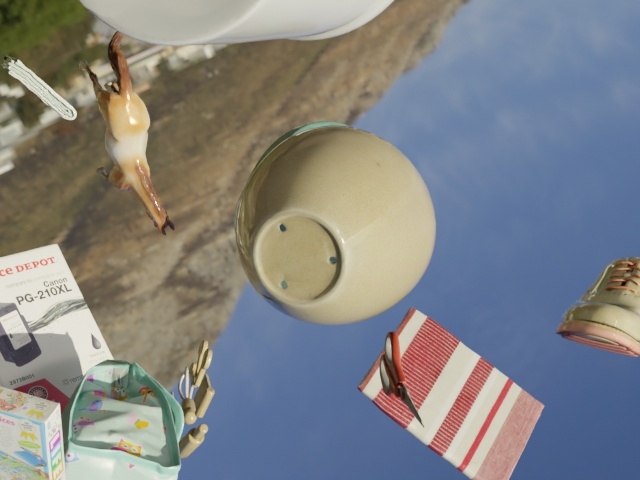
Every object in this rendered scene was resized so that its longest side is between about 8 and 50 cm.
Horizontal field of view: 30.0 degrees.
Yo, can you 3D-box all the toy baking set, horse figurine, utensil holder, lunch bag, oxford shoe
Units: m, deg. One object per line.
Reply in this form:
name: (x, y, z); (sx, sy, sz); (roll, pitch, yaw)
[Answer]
toy baking set: (-0.228, 0.291, 2.115); (0.256, 0.030, 0.197); (128, -27, -49)
horse figurine: (-0.276, -0.152, 1.664); (0.066, 0.263, 0.174); (-17, -146, -25)
utensil holder: (-0.087, -0.382, 1.345); (0.327, 0.328, 0.385); (-14, -174, 25)
lunch bag: (-0.263, 0.285, 1.427); (0.160, 0.223, 0.262); (16, -166, -15)
oxford shoe: (0.456, 0.093, 1.858); (0.140, 0.147, 0.397); (15, -175, 17)

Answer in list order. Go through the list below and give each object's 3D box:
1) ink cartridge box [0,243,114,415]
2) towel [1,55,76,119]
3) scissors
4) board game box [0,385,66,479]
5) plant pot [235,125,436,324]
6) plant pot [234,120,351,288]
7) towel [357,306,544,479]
ink cartridge box: (-0.396, 0.140, 1.607); (0.172, 0.237, 0.100); (-17, 163, -44)
towel: (-0.390, -0.208, 1.639); (0.023, 0.113, 0.152); (-49, -159, -5)
scissors: (0.140, 0.264, 2.030); (0.021, 0.109, 0.297); (4, -152, -12)
board game box: (-0.297, 0.167, 1.036); (0.154, 0.103, 0.026); (14, -144, 13)
plant pot: (0.000, 0.000, 1.629); (0.284, 0.284, 0.191); (-16, -169, 21)
plant pot: (0.000, -0.081, 2.206); (0.293, 0.293, 0.235); (-33, 163, -26)
towel: (0.248, 0.302, 2.248); (0.237, 0.329, 0.037); (-52, 180, -39)
